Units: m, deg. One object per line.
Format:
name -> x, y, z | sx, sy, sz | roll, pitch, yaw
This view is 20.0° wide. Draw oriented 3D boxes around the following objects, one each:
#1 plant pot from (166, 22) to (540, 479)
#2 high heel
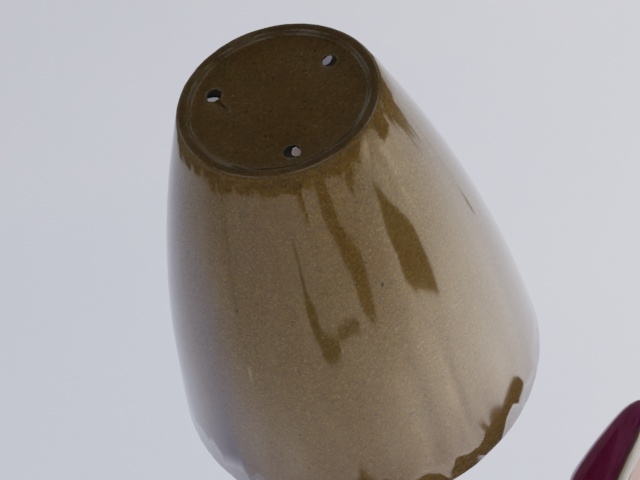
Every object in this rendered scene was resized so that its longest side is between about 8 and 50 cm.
plant pot -> 0.000, 0.000, 1.098 | 0.237, 0.254, 0.237 | -8, -129, 9
high heel -> 0.133, 0.204, 1.201 | 0.117, 0.082, 0.244 | 22, -93, 29
